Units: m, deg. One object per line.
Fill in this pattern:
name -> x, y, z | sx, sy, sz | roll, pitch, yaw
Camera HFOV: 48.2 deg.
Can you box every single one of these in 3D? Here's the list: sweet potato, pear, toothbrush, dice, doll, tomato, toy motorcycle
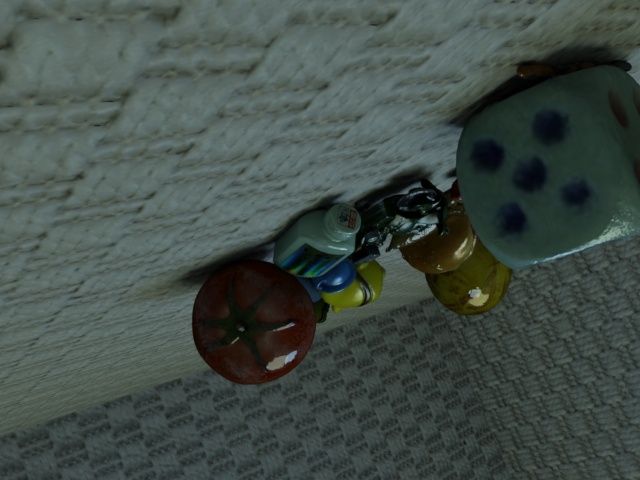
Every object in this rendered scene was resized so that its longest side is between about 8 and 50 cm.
sweet potato -> 0.260, -0.060, 1.688 | 0.269, 0.074, 0.075 | -37, 164, 19
pear -> 0.466, 0.092, 2.244 | 0.281, 0.280, 0.281 | -21, 168, -5
toothbrush -> 0.403, -0.268, 1.120 | 0.321, 0.023, 0.031 | -12, 162, -41
dice -> 0.400, -0.111, 1.164 | 0.265, 0.262, 0.268 | -22, 174, 40
doll -> 0.075, 0.119, 1.936 | 0.199, 0.145, 0.363 | -61, 154, 11
tomato -> -0.139, 0.172, 1.525 | 0.265, 0.265, 0.265 | -21, 168, -5
toy motorcycle -> 0.153, -0.040, 1.472 | 0.275, 0.124, 0.187 | -29, 157, 38

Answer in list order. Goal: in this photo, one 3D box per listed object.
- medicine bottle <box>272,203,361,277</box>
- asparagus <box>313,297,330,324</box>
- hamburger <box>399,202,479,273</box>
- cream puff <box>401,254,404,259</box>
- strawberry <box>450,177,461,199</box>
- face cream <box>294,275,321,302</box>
medicine bottle -> 0.000, 0.000, 1.406 | 0.121, 0.083, 0.229 | 16, 153, -20
asparagus -> -0.109, 0.210, 2.112 | 0.382, 0.128, 0.108 | 2, 117, -60
hamburger -> 0.316, 0.002, 1.845 | 0.144, 0.156, 0.283 | -14, 168, -30
cream puff -> 0.284, 0.039, 2.181 | 0.083, 0.058, 0.083 | -18, 166, -25
strawberry -> 0.343, -0.128, 1.532 | 0.121, 0.082, 0.188 | -5, -176, 22
face cream -> -0.102, 0.116, 1.792 | 0.136, 0.086, 0.385 | -36, 160, 17
